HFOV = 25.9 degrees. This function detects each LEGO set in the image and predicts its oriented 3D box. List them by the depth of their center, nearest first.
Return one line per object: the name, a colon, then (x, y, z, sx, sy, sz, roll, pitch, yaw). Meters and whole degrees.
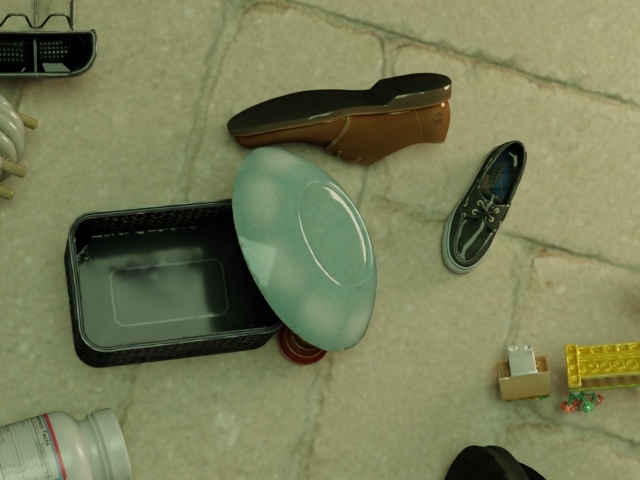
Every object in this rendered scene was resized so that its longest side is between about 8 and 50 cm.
LEGO set: (0.306, 0.109, 1.308, 0.287, 0.107, 0.132, -33, 50, -14)

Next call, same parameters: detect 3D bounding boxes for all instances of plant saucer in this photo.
plant saucer: (0.000, 0.000, 1.216, 0.195, 0.037, 0.195, 35, 42, -39)

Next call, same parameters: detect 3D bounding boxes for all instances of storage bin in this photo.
storage bin: (-0.128, 0.037, 1.217, 0.180, 0.084, 0.122, -6, 77, -15)

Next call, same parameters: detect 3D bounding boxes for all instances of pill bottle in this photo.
pill bottle: (-0.241, 0.191, 1.148, 0.160, 0.087, 0.087, -15, 79, -17)

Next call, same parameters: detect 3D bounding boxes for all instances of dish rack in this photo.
dish rack: (-0.311, -0.274, 1.249, 0.208, 0.074, 0.271, -1, 86, -14)

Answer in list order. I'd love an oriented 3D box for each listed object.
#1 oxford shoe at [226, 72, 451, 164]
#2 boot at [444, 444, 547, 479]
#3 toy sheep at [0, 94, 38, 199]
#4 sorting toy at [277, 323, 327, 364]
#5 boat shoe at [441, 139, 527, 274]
oxford shoe: (0.020, -0.102, 1.299, 0.212, 0.076, 0.076, -7, 117, -4)
boot: (0.264, 0.329, 1.194, 0.260, 0.131, 0.348, 7, 41, -33)
toy sheep: (-0.297, -0.089, 1.214, 0.091, 0.091, 0.132, 10, 46, -10)
sorting toy: (-0.008, 0.061, 1.259, 0.061, 0.042, 0.102, 1, 75, -13)
boat shoe: (0.156, -0.035, 1.322, 0.049, 0.040, 0.142, 27, 71, -5)
